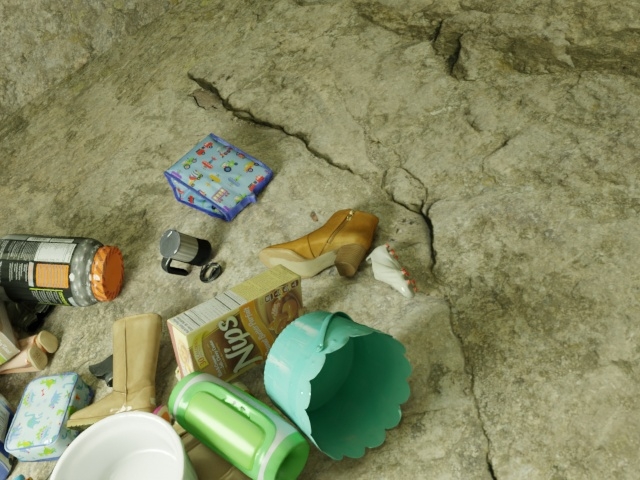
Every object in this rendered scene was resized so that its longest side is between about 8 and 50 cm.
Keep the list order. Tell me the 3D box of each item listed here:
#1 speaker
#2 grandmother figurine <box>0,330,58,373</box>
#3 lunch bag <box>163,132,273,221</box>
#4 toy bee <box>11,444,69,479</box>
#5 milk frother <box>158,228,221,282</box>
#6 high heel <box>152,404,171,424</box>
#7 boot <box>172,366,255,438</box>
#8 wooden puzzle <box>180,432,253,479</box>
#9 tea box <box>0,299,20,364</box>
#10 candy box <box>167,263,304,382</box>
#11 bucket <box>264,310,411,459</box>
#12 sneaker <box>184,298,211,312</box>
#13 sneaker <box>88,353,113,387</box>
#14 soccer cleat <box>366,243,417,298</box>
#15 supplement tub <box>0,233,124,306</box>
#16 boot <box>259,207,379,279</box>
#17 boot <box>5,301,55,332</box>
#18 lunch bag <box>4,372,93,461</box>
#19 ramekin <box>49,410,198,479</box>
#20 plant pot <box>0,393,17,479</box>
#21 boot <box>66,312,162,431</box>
[{"bbox_3d":[-0.169,0.379,1.381,0.296,0.131,0.131,25,61,31],"label":"speaker"},{"bbox_3d":[-0.932,0.350,1.947,0.342,0.104,0.208,-13,23,19],"label":"grandmother figurine"},{"bbox_3d":[-0.309,-0.191,2.173,0.293,0.138,0.221,26,60,32],"label":"lunch bag"},{"bbox_3d":[-0.691,0.576,1.516,0.195,0.162,0.298,32,86,4],"label":"toy bee"},{"bbox_3d":[-0.367,0.047,1.937,0.143,0.135,0.129,7,82,36],"label":"milk frother"},{"bbox_3d":[-0.424,0.493,1.564,0.117,0.082,0.244,-11,49,25],"label":"high heel"},{"bbox_3d":[-0.305,0.385,1.590,0.262,0.095,0.203,-36,43,-13],"label":"boot"},{"bbox_3d":[-0.234,0.547,1.390,0.348,0.080,0.322,-31,49,-13],"label":"wooden puzzle"},{"bbox_3d":[-1.052,0.250,1.872,0.323,0.220,0.329,-35,38,-12],"label":"tea box"},{"bbox_3d":[-0.184,0.204,1.578,0.316,0.183,0.087,-27,36,-33],"label":"candy box"},{"bbox_3d":[0.032,0.284,1.398,0.281,0.281,0.183,-43,36,-18],"label":"bucket"},{"bbox_3d":[-0.245,0.191,1.743,0.232,0.115,0.090,-20,42,6],"label":"sneaker"},{"bbox_3d":[-0.526,0.323,1.797,0.170,0.051,0.089,-34,46,-4],"label":"sneaker"},{"bbox_3d":[0.176,0.087,1.685,0.076,0.068,0.196,-38,39,9],"label":"soccer cleat"},{"bbox_3d":[-0.772,0.089,2.009,0.338,0.207,0.207,4,47,6],"label":"supplement tub"},{"bbox_3d":[0.000,-0.001,1.841,0.295,0.104,0.211,3,44,23],"label":"boot"},{"bbox_3d":[-0.884,0.179,2.122,0.161,0.083,0.246,8,52,19],"label":"boot"},{"bbox_3d":[-0.689,0.447,1.724,0.176,0.090,0.219,-12,43,14],"label":"lunch bag"},{"bbox_3d":[-0.374,0.491,1.331,0.277,0.135,0.277,-8,47,9],"label":"ramekin"},{"bbox_3d":[-0.893,0.485,1.690,0.212,0.236,0.236,-16,42,1],"label":"plant pot"},{"bbox_3d":[-0.509,0.331,1.705,0.236,0.089,0.269,-8,62,1],"label":"boot"}]
